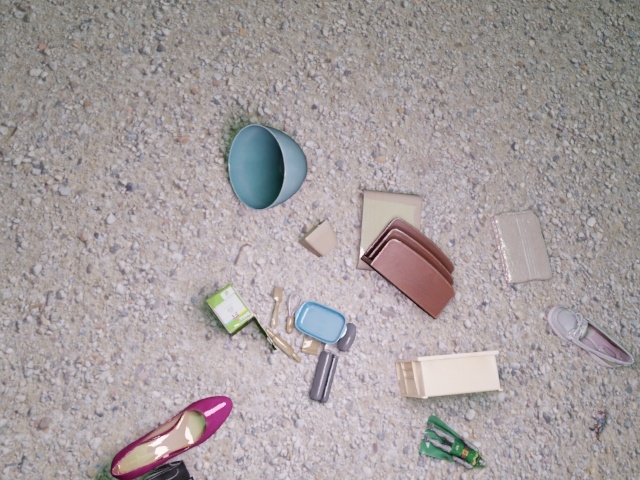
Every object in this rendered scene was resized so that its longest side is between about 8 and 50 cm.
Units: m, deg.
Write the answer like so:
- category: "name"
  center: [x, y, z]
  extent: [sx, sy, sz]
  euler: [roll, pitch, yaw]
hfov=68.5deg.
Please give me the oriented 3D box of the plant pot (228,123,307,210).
- category: "plant pot"
  center: [-0.160, -0.261, 1.666]
  extent: [0.195, 0.290, 0.290]
  euler: [-14, 75, -48]

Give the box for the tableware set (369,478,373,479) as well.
- category: "tableware set"
  center: [0.159, 0.861, 1.523]
  extent: [0.104, 0.024, 0.154]
  euler: [-26, 81, -10]

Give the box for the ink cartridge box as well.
- category: "ink cartridge box"
  center: [-0.254, 0.279, 1.529]
  extent: [0.097, 0.189, 0.255]
  euler: [-36, 83, -16]

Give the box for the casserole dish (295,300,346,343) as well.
- category: "casserole dish"
  center: [0.003, 0.279, 1.594]
  extent: [0.188, 0.037, 0.114]
  euler: [20, 75, 21]

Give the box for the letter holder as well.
- category: "letter holder"
  center: [0.331, 0.084, 1.625]
  extent: [0.302, 0.152, 0.214]
  euler: [40, 90, -10]

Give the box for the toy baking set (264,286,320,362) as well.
- category: "toy baking set"
  center: [-0.093, 0.290, 1.635]
  extent: [0.256, 0.030, 0.197]
  euler: [39, 68, -3]

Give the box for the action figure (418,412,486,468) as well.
- category: "action figure"
  center: [0.459, 0.702, 1.588]
  extent: [0.232, 0.063, 0.137]
  euler: [30, 70, -3]

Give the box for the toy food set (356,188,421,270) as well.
- category: "toy food set"
  center: [0.251, -0.036, 1.746]
  extent: [0.219, 0.092, 0.306]
  euler: [5, 83, -7]

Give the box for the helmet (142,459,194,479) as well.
- category: "helmet"
  center: [-0.462, 0.753, 1.399]
  extent: [0.161, 0.169, 0.169]
  euler: [-22, 79, -30]

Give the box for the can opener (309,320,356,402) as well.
- category: "can opener"
  center: [0.038, 0.404, 1.586]
  extent: [0.074, 0.093, 0.280]
  euler: [33, 70, -40]

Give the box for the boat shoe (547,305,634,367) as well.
- category: "boat shoe"
  center: [0.990, 0.352, 1.729]
  extent: [0.320, 0.103, 0.118]
  euler: [40, 74, 3]

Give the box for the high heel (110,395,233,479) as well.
- category: "high heel"
  center: [-0.437, 0.597, 1.423]
  extent: [0.377, 0.181, 0.127]
  euler: [-33, 82, -14]

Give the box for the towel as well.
- category: "towel"
  center: [0.772, 0.023, 1.816]
  extent: [0.187, 0.049, 0.282]
  euler: [-6, 77, -8]

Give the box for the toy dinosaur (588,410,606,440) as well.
- category: "toy dinosaur"
  center: [1.004, 0.658, 1.696]
  extent: [0.082, 0.047, 0.090]
  euler: [-33, 115, -23]

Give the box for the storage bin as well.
- category: "storage bin"
  center: [0.411, 0.439, 1.544]
  extent: [0.262, 0.260, 0.123]
  euler: [-3, 75, -9]

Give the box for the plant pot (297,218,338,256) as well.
- category: "plant pot"
  center: [0.000, 0.000, 1.687]
  extent: [0.109, 0.109, 0.096]
  euler: [-42, 96, -16]
